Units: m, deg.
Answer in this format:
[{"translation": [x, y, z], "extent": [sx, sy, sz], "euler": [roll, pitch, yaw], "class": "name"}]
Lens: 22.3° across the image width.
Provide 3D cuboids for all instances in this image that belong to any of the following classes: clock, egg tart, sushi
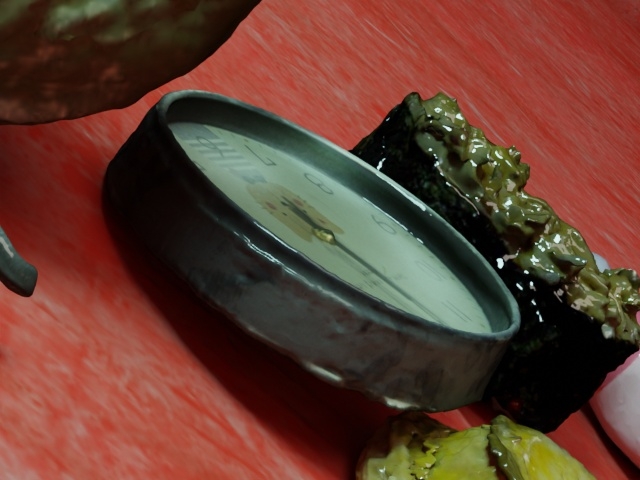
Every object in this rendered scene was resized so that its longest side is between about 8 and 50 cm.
[{"translation": [0.000, 0.000, 0.833], "extent": [0.226, 0.049, 0.226], "euler": [29, 17, -10], "class": "clock"}, {"translation": [0.102, 0.152, 0.784], "extent": [0.191, 0.074, 0.191], "euler": [42, 19, -19], "class": "egg tart"}, {"translation": [0.099, 0.014, 0.981], "extent": [0.212, 0.115, 0.147], "euler": [47, 20, -2], "class": "sushi"}]

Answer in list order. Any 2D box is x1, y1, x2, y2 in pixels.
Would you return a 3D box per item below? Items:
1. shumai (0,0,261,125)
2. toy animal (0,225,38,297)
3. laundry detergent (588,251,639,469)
[{"translation": [-0.159, -0.266, 0.732], "extent": [0.324, 0.397, 0.323], "euler": [8, 12, -23], "class": "shumai"}, {"translation": [-0.211, -0.066, 0.555], "extent": [0.269, 0.082, 0.137], "euler": [27, 30, -52], "class": "toy animal"}, {"translation": [0.269, 0.145, 1.119], "extent": [0.335, 0.088, 0.159], "euler": [44, 20, -4], "class": "laundry detergent"}]
